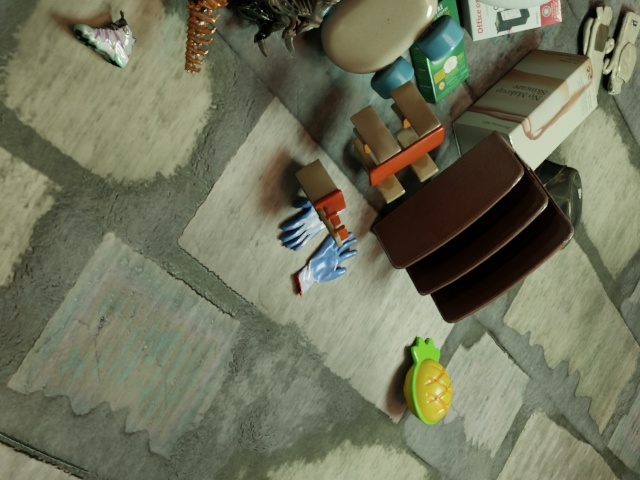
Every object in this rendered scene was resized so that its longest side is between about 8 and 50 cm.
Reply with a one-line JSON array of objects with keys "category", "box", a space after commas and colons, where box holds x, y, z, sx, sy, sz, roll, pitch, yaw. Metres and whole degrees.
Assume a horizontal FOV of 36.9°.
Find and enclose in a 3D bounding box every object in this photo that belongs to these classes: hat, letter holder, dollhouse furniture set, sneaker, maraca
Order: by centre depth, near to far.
[{"category": "sneaker", "box": [-0.289, -0.288, 1.310, 0.069, 0.038, 0.098, -64, 148, -8]}, {"category": "dollhouse furniture set", "box": [0.101, -0.116, 1.637, 0.259, 0.135, 0.262, -32, 166, -2]}, {"category": "letter holder", "box": [0.287, -0.014, 1.797, 0.302, 0.214, 0.152, -38, 140, 16]}, {"category": "maraca", "box": [0.229, 0.300, 2.053, 0.127, 0.099, 0.185, 14, 70, -54]}, {"category": "hat", "box": [0.503, -0.069, 2.108, 0.331, 0.134, 0.331, -50, 150, -44]}]

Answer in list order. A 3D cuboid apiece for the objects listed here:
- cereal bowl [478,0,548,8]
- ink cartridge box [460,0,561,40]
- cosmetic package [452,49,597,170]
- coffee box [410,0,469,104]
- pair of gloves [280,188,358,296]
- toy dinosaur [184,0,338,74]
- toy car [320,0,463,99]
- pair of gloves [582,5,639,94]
[{"category": "cereal bowl", "box": [0.297, -0.539, 1.669, 0.339, 0.141, 0.339, 10, 63, -21]}, {"category": "ink cartridge box", "box": [0.358, -0.463, 1.815, 0.175, 0.072, 0.127, -13, 123, 2]}, {"category": "cosmetic package", "box": [0.427, -0.262, 1.986, 0.296, 0.153, 0.129, -44, 132, -27]}, {"category": "coffee box", "box": [0.221, -0.364, 1.808, 0.113, 0.040, 0.184, -42, 132, -27]}, {"category": "pair of gloves", "box": [0.000, 0.000, 1.740, 0.159, 0.023, 0.198, -38, 131, -30]}, {"category": "toy dinosaur", "box": [-0.110, -0.389, 1.408, 0.218, 0.164, 0.322, 35, 98, -33]}, {"category": "toy car", "box": [0.108, -0.401, 1.599, 0.219, 0.210, 0.238, 42, 34, -18]}, {"category": "pair of gloves", "box": [0.673, -0.443, 2.252, 0.240, 0.042, 0.204, -7, 107, -47]}]
